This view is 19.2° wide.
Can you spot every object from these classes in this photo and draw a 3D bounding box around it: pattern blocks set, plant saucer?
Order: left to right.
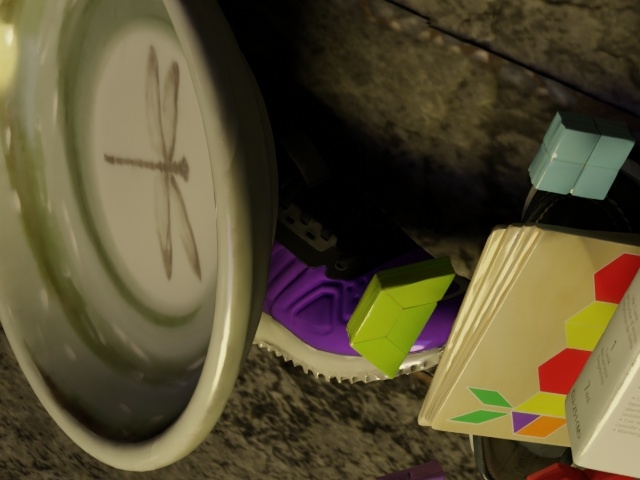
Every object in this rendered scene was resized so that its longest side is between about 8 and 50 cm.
[{"bbox_3d":[-0.124,-0.048,1.284,0.400,0.100,0.401,21,116,53],"label":"plant saucer"},{"bbox_3d":[0.151,0.062,1.164,0.285,0.026,0.325,17,125,-27],"label":"pattern blocks set"}]

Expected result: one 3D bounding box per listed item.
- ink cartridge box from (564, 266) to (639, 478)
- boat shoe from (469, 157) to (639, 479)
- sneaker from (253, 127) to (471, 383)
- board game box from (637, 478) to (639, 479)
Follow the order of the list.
[{"bbox_3d":[0.305,0.058,1.041,0.275,0.060,0.239,12,132,-11],"label":"ink cartridge box"},{"bbox_3d":[0.161,0.066,1.248,0.114,0.091,0.303,23,142,21],"label":"boat shoe"},{"bbox_3d":[-0.001,0.000,1.279,0.293,0.102,0.146,14,117,51],"label":"sneaker"},{"bbox_3d":[0.277,0.064,1.121,0.165,0.042,0.243,-1,136,2],"label":"board game box"}]
